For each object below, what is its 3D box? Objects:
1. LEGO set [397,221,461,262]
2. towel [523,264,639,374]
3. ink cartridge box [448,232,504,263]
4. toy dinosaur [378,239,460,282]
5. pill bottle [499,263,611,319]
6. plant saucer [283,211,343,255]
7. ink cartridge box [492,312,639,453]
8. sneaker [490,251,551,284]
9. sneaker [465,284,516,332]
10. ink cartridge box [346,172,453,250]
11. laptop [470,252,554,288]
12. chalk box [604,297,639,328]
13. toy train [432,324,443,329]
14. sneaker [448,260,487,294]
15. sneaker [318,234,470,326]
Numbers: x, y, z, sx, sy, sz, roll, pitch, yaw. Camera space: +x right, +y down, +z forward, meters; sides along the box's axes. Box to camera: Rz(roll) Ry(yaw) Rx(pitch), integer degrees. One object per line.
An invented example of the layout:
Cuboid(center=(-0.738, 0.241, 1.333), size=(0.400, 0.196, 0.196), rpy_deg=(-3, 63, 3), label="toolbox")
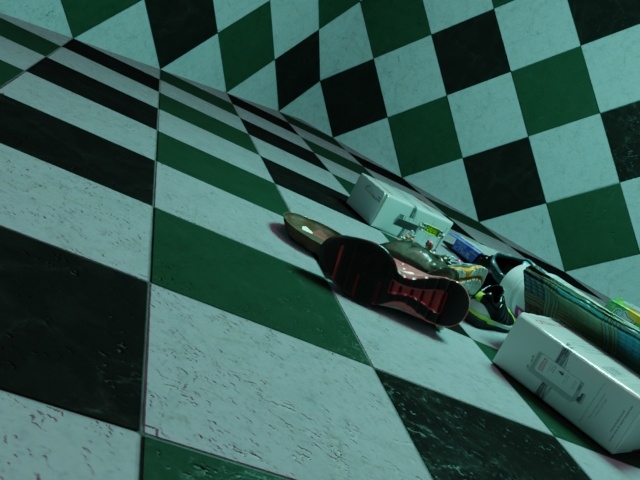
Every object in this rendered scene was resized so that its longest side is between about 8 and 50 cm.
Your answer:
Cuboid(center=(0.264, 0.011, 1.961), size=(0.287, 0.107, 0.132), rpy_deg=(15, 18, -45), label="LEGO set")
Cuboid(center=(0.578, 0.232, 1.555), size=(0.370, 0.040, 0.271), rpy_deg=(37, -27, 42), label="towel")
Cuboid(center=(0.579, 0.070, 2.498), size=(0.311, 0.065, 0.186), rpy_deg=(22, 14, -35), label="ink cartridge box")
Cuboid(center=(0.214, 0.047, 1.691), size=(0.314, 0.121, 0.160), rpy_deg=(37, 2, 22), label="toy dinosaur")
Cuboid(center=(0.579, 0.180, 1.823), size=(0.160, 0.160, 0.283), rpy_deg=(19, 15, -34), label="pill bottle")
Cuboid(center=(0.000, 0.000, 1.615), size=(0.199, 0.036, 0.198), rpy_deg=(26, 12, -6), label="plant saucer")
Cuboid(center=(0.506, 0.269, 1.408), size=(0.207, 0.117, 0.283), rpy_deg=(14, 19, -47), label="ink cartridge box")
Cuboid(center=(0.571, 0.113, 2.011), size=(0.262, 0.104, 0.125), rpy_deg=(27, -10, 33), label="sneaker")
Cuboid(center=(0.414, 0.154, 1.722), size=(0.084, 0.097, 0.235), rpy_deg=(36, 15, 31), label="sneaker")
Cuboid(center=(0.245, -0.089, 2.307), size=(0.273, 0.114, 0.197), rpy_deg=(22, 15, -30), label="ink cartridge box")
Cuboid(center=(0.572, 0.140, 2.219), size=(0.235, 0.136, 0.264), rpy_deg=(16, 37, 3), label="laptop")
Cuboid(center=(0.780, 0.261, 1.884), size=(0.289, 0.180, 0.179), rpy_deg=(33, 13, 27), label="chalk box")
Cuboid(center=(0.238, 0.164, 1.499), size=(0.024, 0.017, 0.083), rpy_deg=(38, 12, -5), label="toy train")
Cuboid(center=(0.364, 0.087, 1.932), size=(0.215, 0.084, 0.083), rpy_deg=(13, 15, -47), label="sneaker")
Cuboid(center=(0.130, 0.088, 1.446), size=(0.314, 0.115, 0.136), rpy_deg=(25, -7, -10), label="sneaker")
